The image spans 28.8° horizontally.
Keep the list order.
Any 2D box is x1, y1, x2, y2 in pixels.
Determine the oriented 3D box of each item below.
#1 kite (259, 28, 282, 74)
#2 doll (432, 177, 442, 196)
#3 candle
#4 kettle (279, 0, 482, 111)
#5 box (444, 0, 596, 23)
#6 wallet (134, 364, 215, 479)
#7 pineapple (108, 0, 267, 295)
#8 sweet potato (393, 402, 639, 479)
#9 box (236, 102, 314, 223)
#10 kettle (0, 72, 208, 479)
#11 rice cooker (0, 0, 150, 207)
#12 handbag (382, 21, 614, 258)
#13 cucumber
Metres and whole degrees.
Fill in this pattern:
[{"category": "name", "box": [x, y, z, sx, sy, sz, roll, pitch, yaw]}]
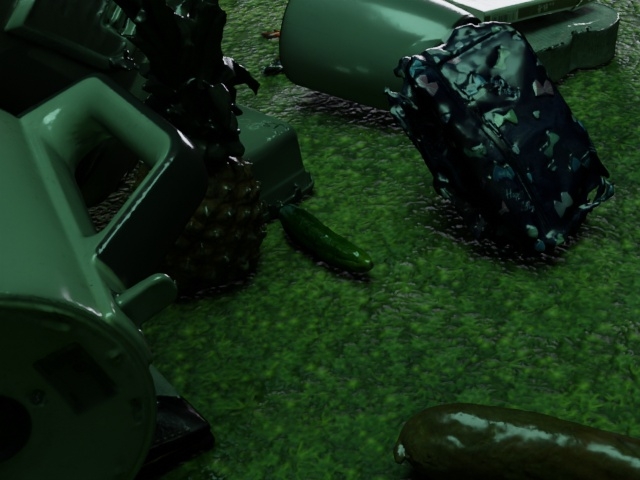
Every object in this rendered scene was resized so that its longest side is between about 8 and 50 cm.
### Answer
[{"category": "kite", "box": [-0.004, -0.287, 1.790, 0.189, 0.009, 0.232, 14, 38, 29]}, {"category": "doll", "box": [0.159, -0.068, 1.418, 0.078, 0.076, 0.113, 18, 65, -14]}, {"category": "candle", "box": [0.295, -0.275, 1.670, 0.192, 0.068, 0.168, -21, 37, -25]}, {"category": "kettle", "box": [0.103, -0.248, 1.606, 0.236, 0.161, 0.221, 20, 12, 29]}, {"category": "box", "box": [0.258, -0.320, 1.647, 0.198, 0.029, 0.109, -18, 32, -29]}, {"category": "wallet", "box": [-0.261, 0.168, 1.132, 0.262, 0.071, 0.221, -21, 36, -29]}, {"category": "pineapple", "box": [-0.130, -0.121, 1.265, 0.166, 0.364, 0.165, 1, 33, 0]}, {"category": "sweet potato", "box": [0.198, 0.183, 1.033, 0.273, 0.075, 0.075, 9, 37, 14]}, {"category": "box", "box": [-0.103, -0.098, 1.460, 0.172, 0.092, 0.124, 24, 45, 37]}, {"category": "kettle", "box": [-0.257, 0.019, 1.040, 0.361, 0.250, 0.376, -37, 37, 2]}, {"category": "rice cooker", "box": [-0.332, -0.231, 1.412, 0.325, 0.335, 0.335, 27, 31, -17]}, {"category": "handbag", "box": [0.188, -0.106, 1.336, 0.162, 0.113, 0.260, -30, 83, -26]}, {"category": "cucumber", "box": [0.000, 0.000, 1.351, 0.039, 0.039, 0.168, -29, 43, -29]}]
